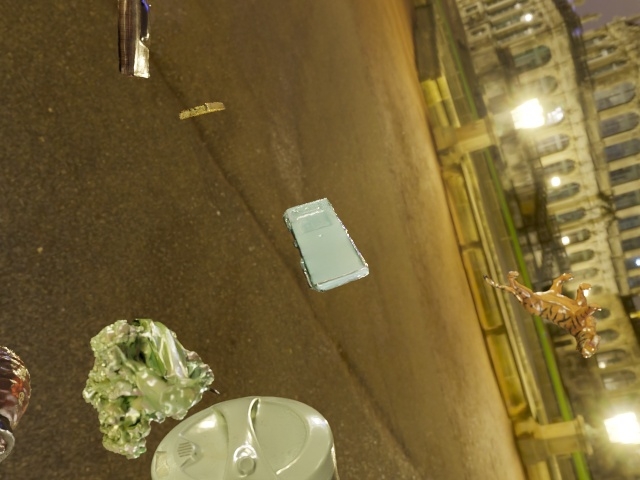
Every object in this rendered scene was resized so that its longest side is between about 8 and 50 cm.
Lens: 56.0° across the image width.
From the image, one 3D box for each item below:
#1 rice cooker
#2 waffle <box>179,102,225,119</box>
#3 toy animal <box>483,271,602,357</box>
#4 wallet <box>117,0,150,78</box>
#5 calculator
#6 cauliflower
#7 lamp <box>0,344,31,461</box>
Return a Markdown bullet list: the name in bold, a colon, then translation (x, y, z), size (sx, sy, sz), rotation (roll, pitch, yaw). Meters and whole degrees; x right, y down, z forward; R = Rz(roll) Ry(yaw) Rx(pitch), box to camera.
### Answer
- **rice cooker**: translation (-0.103, 0.390, 0.910), size (0.288, 0.289, 0.276), rotation (-47, 133, -68)
- **waffle**: translation (-0.343, -0.349, 1.627), size (0.097, 0.153, 0.023), rotation (-33, 114, -64)
- **toy animal**: translation (0.457, 0.126, 1.231), size (0.114, 0.255, 0.116), rotation (-24, 132, -50)
- **wallet**: translation (-0.347, -0.423, 1.128), size (0.124, 0.042, 0.230), rotation (-85, 176, -78)
- **calculator**: translation (0.000, 0.000, 0.598), size (0.172, 0.057, 0.018), rotation (-117, -173, -63)
- **cauliflower**: translation (-0.302, 0.259, 1.097), size (0.239, 0.315, 0.256), rotation (-33, 115, -35)
- **lamp**: translation (-0.591, 0.256, 0.962), size (0.247, 0.247, 0.246), rotation (-17, 90, -71)
